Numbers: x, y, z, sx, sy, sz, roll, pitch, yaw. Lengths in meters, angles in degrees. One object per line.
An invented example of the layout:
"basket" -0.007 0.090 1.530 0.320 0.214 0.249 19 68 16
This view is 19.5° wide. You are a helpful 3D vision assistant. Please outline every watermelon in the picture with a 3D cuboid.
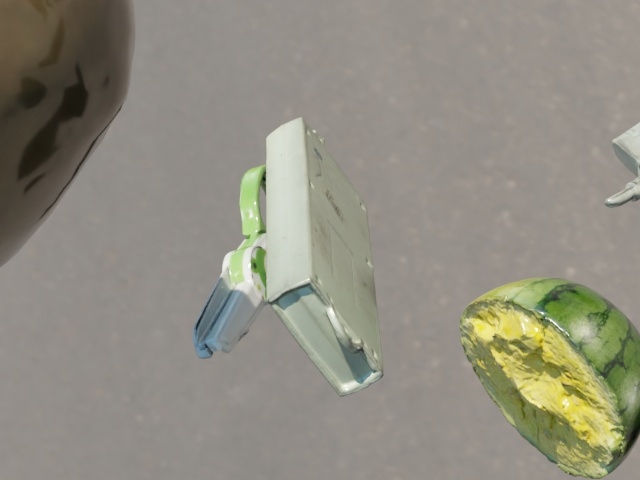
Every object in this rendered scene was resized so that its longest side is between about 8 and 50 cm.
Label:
"watermelon" 0.118 0.057 0.885 0.062 0.105 0.105 -38 29 -23

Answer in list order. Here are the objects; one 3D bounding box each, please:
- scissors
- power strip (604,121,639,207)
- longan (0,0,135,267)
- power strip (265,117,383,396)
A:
"scissors" -0.050 0.024 1.316 0.027 0.101 0.204 -16 20 23
"power strip" 0.233 -0.076 0.935 0.060 0.253 0.027 39 151 34
"longan" -0.243 -0.117 0.949 0.297 0.297 0.297 -26 55 44
"power strip" 0.000 0.000 0.655 0.019 0.051 0.136 -31 28 15
